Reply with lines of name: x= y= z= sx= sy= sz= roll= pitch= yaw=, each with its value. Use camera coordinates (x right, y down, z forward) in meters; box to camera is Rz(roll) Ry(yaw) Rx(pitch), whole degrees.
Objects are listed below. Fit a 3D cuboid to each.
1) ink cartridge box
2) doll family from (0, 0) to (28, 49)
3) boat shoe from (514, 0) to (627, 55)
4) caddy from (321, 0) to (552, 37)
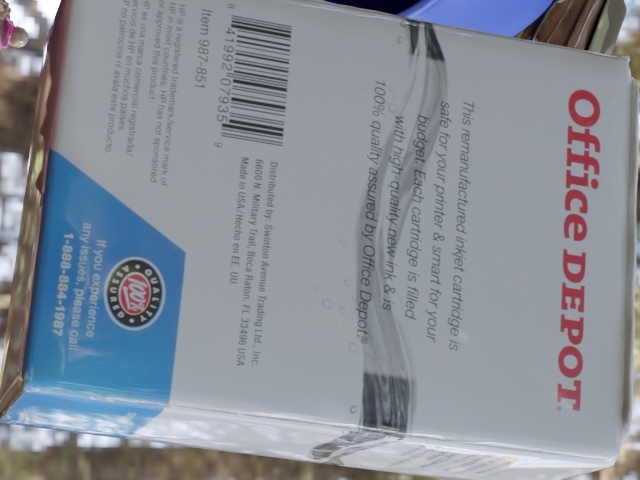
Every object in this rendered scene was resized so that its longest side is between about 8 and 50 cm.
ink cartridge box: x=0.000 y=0.000 z=0.946 sx=0.129 sy=0.307 sz=0.223 roll=137 pitch=-40 yaw=-68
doll family: x=-0.310 y=-0.120 z=1.046 sx=0.118 sy=0.262 sz=0.163 roll=76 pitch=9 yaw=-75
boat shoe: x=0.256 y=-0.296 z=1.728 sx=0.111 sy=0.104 sz=0.307 roll=-171 pitch=-83 yaw=-81
caddy: x=0.069 y=-0.279 z=1.608 sx=0.241 sy=0.341 sz=0.179 roll=45 pitch=-15 yaw=32
